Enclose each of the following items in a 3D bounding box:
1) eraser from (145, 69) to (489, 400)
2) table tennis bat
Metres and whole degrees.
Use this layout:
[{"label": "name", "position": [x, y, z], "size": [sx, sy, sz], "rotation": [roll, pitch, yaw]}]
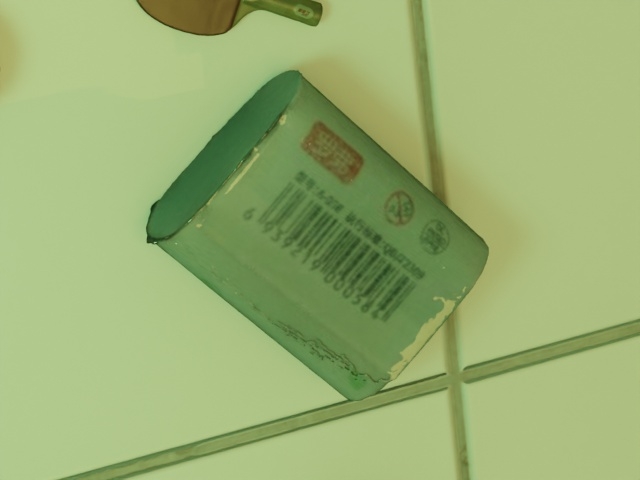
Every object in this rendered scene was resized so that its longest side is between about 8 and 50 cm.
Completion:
[{"label": "eraser", "position": [0.000, 0.000, 1.459], "size": [0.174, 0.081, 0.227], "rotation": [-48, 118, 3]}, {"label": "table tennis bat", "position": [-0.070, -0.193, 1.405], "size": [0.157, 0.013, 0.087], "rotation": [14, 99, -23]}]
